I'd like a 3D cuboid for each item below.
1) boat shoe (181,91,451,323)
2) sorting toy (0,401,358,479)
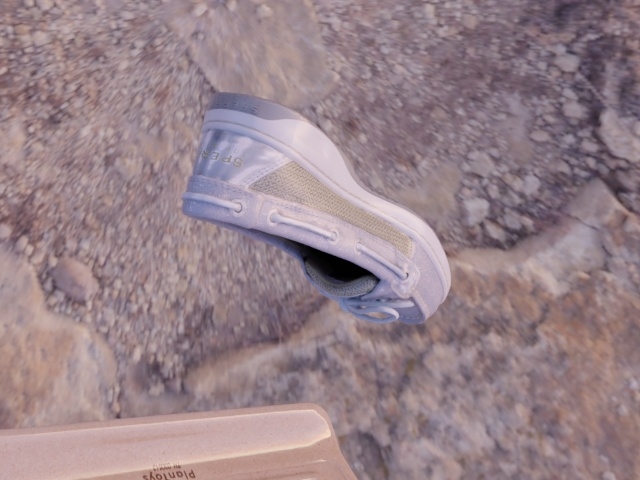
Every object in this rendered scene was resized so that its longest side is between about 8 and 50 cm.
[{"bbox_3d":[0.001,0.000,0.967,0.118,0.320,0.103,13,72,34],"label":"boat shoe"},{"bbox_3d":[-0.030,0.160,0.473,0.193,0.208,0.038,1,135,-39],"label":"sorting toy"}]
